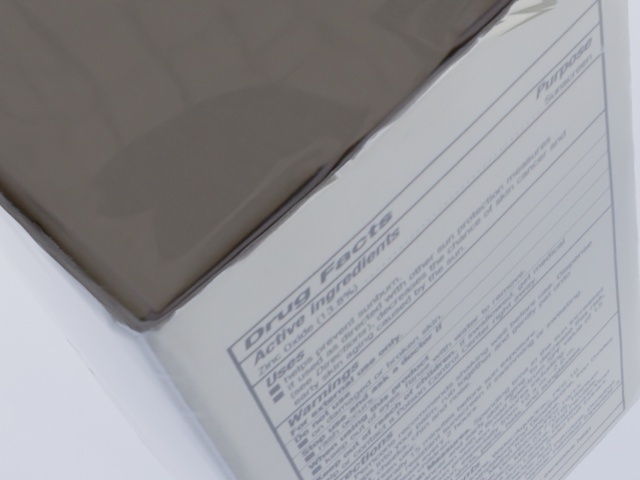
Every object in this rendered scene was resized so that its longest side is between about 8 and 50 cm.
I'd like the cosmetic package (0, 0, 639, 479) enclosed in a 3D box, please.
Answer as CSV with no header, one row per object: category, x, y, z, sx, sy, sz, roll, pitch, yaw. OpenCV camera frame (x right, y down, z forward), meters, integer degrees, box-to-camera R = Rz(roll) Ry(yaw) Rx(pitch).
cosmetic package,0.000,0.000,0.523,0.153,0.296,0.129,-42,-116,-13
